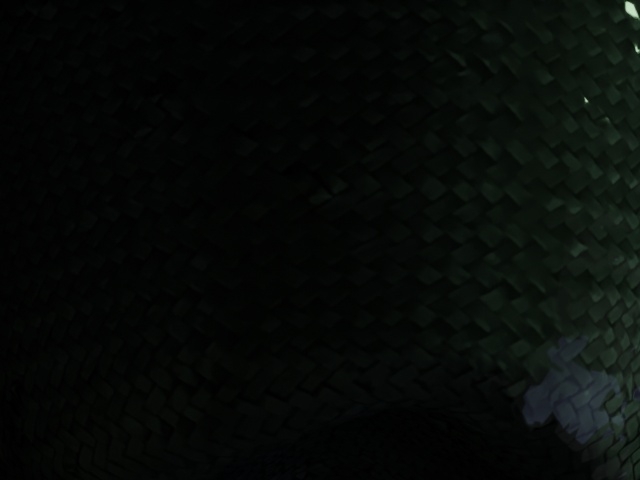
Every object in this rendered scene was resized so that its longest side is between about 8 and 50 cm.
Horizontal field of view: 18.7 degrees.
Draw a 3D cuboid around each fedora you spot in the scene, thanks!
[{"bbox_3d":[0.000,0.000,0.459,0.334,0.334,0.153,121,-32,-73],"label":"fedora"}]
